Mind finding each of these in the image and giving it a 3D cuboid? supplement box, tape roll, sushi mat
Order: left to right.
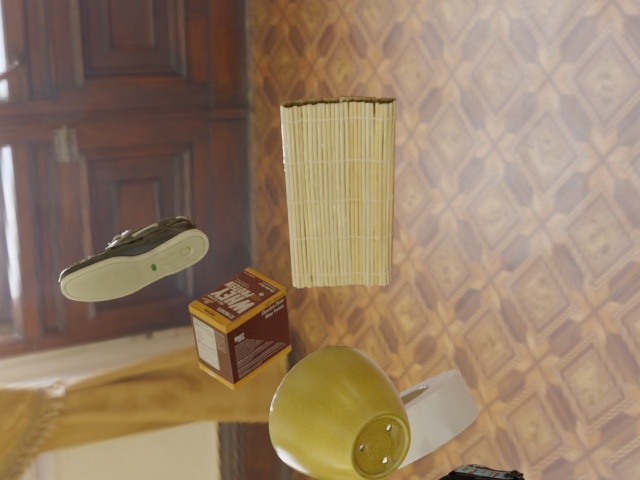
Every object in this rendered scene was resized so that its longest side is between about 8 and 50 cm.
[{"bbox_3d":[-0.184,0.205,2.265,0.129,0.191,0.194,26,135,37],"label":"supplement box"},{"bbox_3d":[0.028,-0.059,1.341,0.019,0.152,0.316,-94,1,-52],"label":"sushi mat"},{"bbox_3d":[0.189,0.382,2.024,0.100,0.286,0.286,60,146,4],"label":"tape roll"}]

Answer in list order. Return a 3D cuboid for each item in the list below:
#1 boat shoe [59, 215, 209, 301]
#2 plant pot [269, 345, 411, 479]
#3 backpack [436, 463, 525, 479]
[{"bbox_3d":[-0.292,0.026,1.486,0.079,0.233,0.084,50,153,38],"label":"boat shoe"},{"bbox_3d":[0.032,0.179,0.924,0.095,0.134,0.134,22,115,56],"label":"plant pot"},{"bbox_3d":[0.285,0.489,1.779,0.173,0.158,0.116,3,118,58],"label":"backpack"}]
